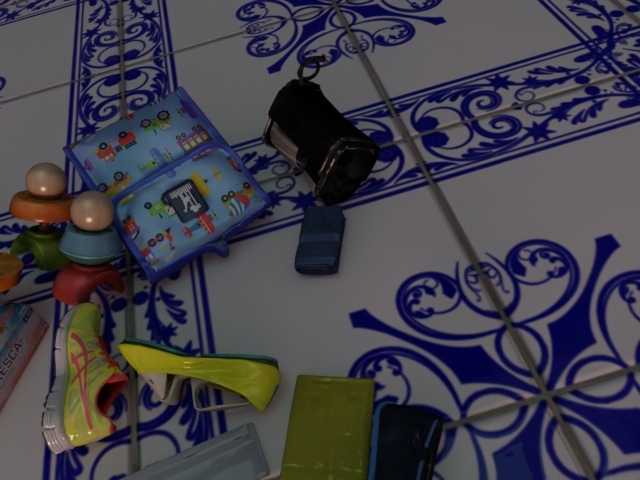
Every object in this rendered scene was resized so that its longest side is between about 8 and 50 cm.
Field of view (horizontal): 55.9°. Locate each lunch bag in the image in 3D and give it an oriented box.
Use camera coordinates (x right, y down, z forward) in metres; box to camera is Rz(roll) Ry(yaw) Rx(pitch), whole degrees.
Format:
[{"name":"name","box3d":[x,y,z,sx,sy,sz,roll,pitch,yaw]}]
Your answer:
[{"name":"lunch bag","box3d":[-0.234,-0.073,0.978,0.221,0.138,0.293,-33,64,-17]}]

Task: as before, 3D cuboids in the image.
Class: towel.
[{"name":"towel","box3d":[0.000,0.000,0.905,0.067,0.029,0.119,0,51,12]},{"name":"towel","box3d":[0.006,0.265,0.689,0.102,0.021,0.237,2,50,8]}]

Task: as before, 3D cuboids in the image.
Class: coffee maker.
[{"name":"coffee maker","box3d":[0.000,-0.172,0.958,0.120,0.171,0.178,-20,49,-27]}]

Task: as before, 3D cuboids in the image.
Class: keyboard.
[{"name":"keyboard","box3d":[-0.188,0.297,0.711,0.256,0.014,0.072,-23,54,-6]}]

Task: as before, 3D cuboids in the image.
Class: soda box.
[{"name":"soda box","box3d":[-0.458,0.176,0.837,0.058,0.063,0.183,4,52,15]}]

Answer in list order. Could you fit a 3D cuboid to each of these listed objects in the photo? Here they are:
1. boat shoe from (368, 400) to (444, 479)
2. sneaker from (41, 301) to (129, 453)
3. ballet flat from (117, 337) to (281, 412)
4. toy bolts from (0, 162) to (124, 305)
[{"name":"boat shoe","box3d":[0.090,0.278,0.601,0.089,0.109,0.258,1,53,9]},{"name":"sneaker","box3d":[-0.300,0.175,0.802,0.094,0.081,0.208,-7,55,-2]},{"name":"ballet flat","box3d":[-0.164,0.175,0.771,0.231,0.077,0.077,5,68,14]},{"name":"toy bolts","box3d":[-0.403,-0.013,0.878,0.228,0.158,0.218,19,20,21]}]
